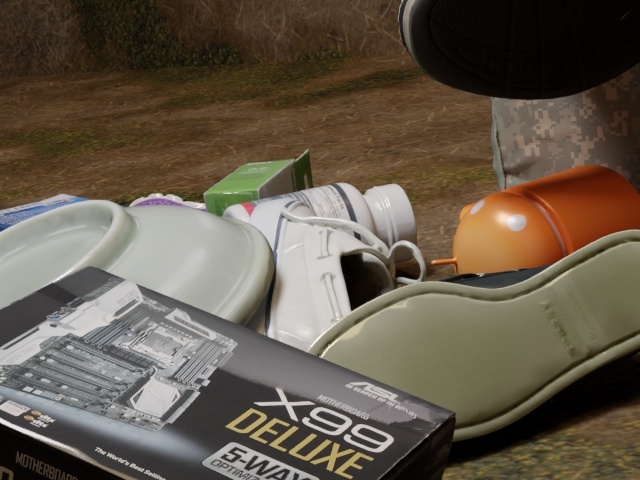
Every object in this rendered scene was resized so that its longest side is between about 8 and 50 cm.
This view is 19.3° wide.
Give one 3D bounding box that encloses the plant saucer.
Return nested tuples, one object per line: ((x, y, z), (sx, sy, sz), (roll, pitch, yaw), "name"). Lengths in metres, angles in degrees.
((-0.237, 0.062, 1.557), (0.400, 0.100, 0.400), (-24, 20, 9), "plant saucer")

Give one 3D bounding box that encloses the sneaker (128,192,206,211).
((-0.169, -0.014, 2.182), (0.170, 0.068, 0.071), (-1, 21, 29), "sneaker")

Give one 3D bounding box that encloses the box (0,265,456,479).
((-0.098, 0.130, 1.242), (0.307, 0.076, 0.242), (21, 24, 22), "box")

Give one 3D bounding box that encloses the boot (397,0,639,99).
((0.194, -0.245, 1.741), (0.377, 0.138, 0.284), (-17, 26, -21), "boot")

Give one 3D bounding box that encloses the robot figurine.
((0.211, 0.005, 1.692), (0.219, 0.158, 0.128), (-17, -20, -34), "robot figurine")

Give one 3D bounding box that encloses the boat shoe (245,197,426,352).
((0.016, 0.045, 1.636), (0.156, 0.136, 0.367), (-8, 16, 5), "boat shoe")

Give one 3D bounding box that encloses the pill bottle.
((0.000, 0.000, 1.904), (0.180, 0.108, 0.108), (-12, 13, -16), "pill bottle")

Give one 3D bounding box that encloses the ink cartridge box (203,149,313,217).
((-0.061, -0.025, 2.052), (0.062, 0.109, 0.209), (-4, 14, 16), "ink cartridge box")

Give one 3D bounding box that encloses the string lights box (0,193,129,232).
((-0.289, 0.005, 2.148), (0.133, 0.077, 0.260), (-16, 14, -30), "string lights box")

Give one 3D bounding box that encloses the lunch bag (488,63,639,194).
((0.305, -0.098, 1.833), (0.287, 0.235, 0.169), (-7, 18, 5), "lunch bag")

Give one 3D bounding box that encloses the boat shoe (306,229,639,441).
((0.124, 0.085, 1.456), (0.340, 0.127, 0.113), (-23, -12, -25), "boat shoe")
